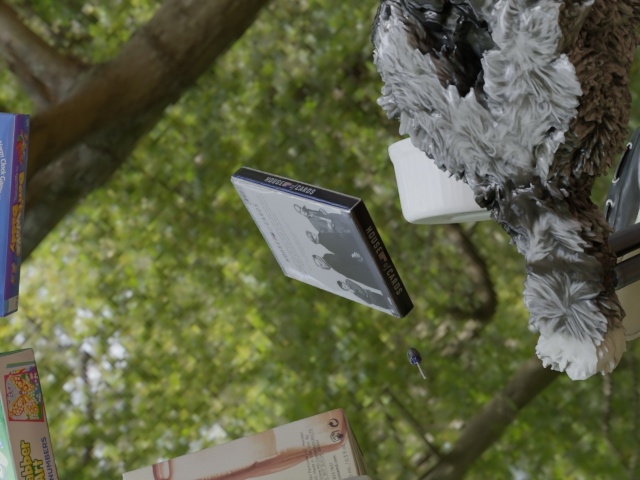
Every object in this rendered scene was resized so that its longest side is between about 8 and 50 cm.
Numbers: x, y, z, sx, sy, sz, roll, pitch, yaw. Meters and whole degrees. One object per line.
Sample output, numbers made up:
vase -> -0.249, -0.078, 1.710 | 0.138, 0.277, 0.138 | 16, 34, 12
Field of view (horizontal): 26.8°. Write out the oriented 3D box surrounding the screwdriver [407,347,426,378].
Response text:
screwdriver -> 0.169, 0.218, 2.310 | 0.024, 0.025, 0.170 | 7, -166, -5

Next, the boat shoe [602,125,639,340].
boat shoe -> 0.478, -0.022, 2.038 | 0.127, 0.340, 0.113 | 6, -174, -24

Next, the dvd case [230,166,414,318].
dvd case -> 0.000, 0.000, 1.699 | 0.238, 0.029, 0.179 | 19, 145, 48

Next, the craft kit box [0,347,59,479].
craft kit box -> -0.358, 0.243, 1.328 | 0.061, 0.249, 0.247 | -16, -87, -52

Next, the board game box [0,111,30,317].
board game box -> -0.632, -0.054, 2.300 | 0.233, 0.347, 0.078 | 6, -174, 5

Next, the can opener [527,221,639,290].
can opener -> 0.387, 0.020, 1.720 | 0.283, 0.095, 0.076 | -21, -105, -28

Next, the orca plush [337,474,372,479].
orca plush -> -0.008, 0.325, 1.370 | 0.287, 0.151, 0.102 | -16, -85, -78

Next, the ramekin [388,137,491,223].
ramekin -> 0.259, -0.107, 2.283 | 0.277, 0.277, 0.135 | 2, -98, -62

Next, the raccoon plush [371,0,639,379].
raccoon plush -> 0.220, -0.141, 1.206 | 0.299, 0.216, 0.447 | -36, -55, -40

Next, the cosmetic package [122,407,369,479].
cosmetic package -> -0.084, 0.337, 1.698 | 0.153, 0.296, 0.129 | 71, -177, -51
